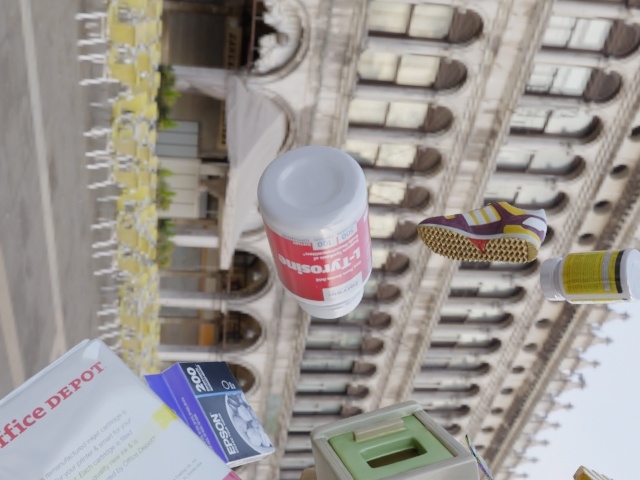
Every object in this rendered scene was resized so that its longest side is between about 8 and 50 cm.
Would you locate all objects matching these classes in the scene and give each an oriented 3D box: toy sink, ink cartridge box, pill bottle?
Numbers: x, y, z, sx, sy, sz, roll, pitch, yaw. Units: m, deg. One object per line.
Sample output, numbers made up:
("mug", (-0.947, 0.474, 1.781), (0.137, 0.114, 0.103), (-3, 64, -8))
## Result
("toy sink", (0.079, 0.289, 0.948), (0.234, 0.152, 0.131), (-151, -130, -74))
("ink cartridge box", (-0.316, 0.377, 1.137), (0.279, 0.384, 0.160), (-39, 167, -41))
("ink cartridge box", (-0.197, 0.312, 1.393), (0.045, 0.208, 0.206), (-41, -113, 20))
("pill bottle", (0.613, 0.084, 1.751), (0.208, 0.119, 0.119), (-6, -100, 42))
("pill bottle", (0.000, 0.000, 1.733), (0.408, 0.228, 0.229), (80, 4, -54))

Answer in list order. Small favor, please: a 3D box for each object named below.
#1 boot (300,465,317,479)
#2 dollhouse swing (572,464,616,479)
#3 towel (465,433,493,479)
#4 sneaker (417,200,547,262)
("boot", (0.104, 0.461, 1.176), (0.089, 0.269, 0.236), (37, 47, -57))
("dollhouse swing", (0.681, 0.450, 1.328), (0.315, 0.346, 0.305), (-48, -143, 18))
("towel", (0.290, 0.398, 1.413), (0.083, 0.009, 0.060), (56, 8, -26))
("sneaker", (0.235, -0.018, 1.131), (0.084, 0.185, 0.070), (-61, 146, -35))
